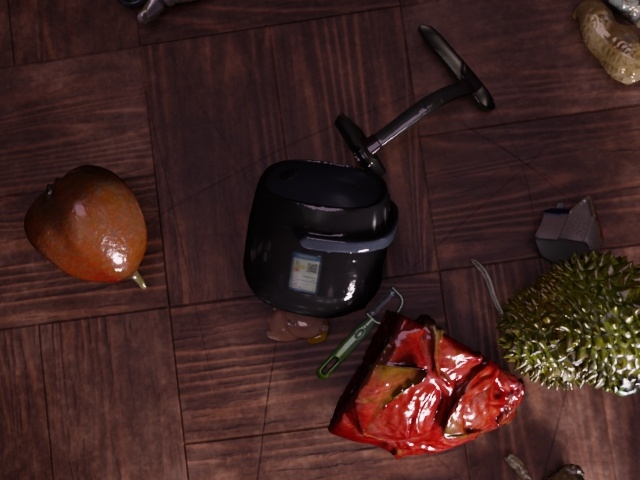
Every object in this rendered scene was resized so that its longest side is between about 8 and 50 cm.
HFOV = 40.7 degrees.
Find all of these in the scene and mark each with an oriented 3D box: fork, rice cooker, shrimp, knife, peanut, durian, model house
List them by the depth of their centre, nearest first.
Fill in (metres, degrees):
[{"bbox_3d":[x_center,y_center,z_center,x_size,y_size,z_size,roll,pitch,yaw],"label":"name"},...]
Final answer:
[{"bbox_3d":[0.439,0.133,1.404,0.291,0.291,0.225,9,76,5],"label":"durian"},{"bbox_3d":[0.000,0.000,1.449,0.267,0.267,0.224,9,114,5],"label":"rice cooker"},{"bbox_3d":[0.558,-0.380,1.500,0.161,0.166,0.049,38,124,-11],"label":"shrimp"},{"bbox_3d":[0.442,-0.017,1.515,0.100,0.088,0.100,5,57,36],"label":"model house"},{"bbox_3d":[0.319,0.131,1.529,0.028,0.034,0.219,-25,83,-7],"label":"fork"},{"bbox_3d":[0.519,-0.358,1.538,0.080,0.080,0.174,-36,83,0],"label":"peanut"},{"bbox_3d":[0.075,0.175,1.554,0.054,0.015,0.212,44,88,-1],"label":"knife"}]

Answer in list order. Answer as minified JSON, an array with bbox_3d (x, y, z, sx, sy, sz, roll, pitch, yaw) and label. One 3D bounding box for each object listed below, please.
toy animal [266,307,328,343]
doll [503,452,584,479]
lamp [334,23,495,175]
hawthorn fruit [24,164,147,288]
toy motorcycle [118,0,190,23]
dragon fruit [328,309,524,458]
[{"bbox_3d":[-0.040,0.136,1.532,0.114,0.082,0.091,3,83,6],"label":"toy animal"},{"bbox_3d":[0.326,0.458,1.478,0.286,0.091,0.203,12,74,16],"label":"doll"},{"bbox_3d":[0.148,-0.263,1.541,0.283,0.124,0.203,-32,73,-2],"label":"lamp"},{"bbox_3d":[-0.397,-0.007,1.535,0.199,0.199,0.251,-37,98,0],"label":"hawthorn fruit"},{"bbox_3d":[-0.271,-0.498,1.618,0.151,0.074,0.229,42,80,12],"label":"toy motorcycle"},{"bbox_3d":[0.206,0.222,1.468,0.330,0.302,0.240,10,56,-12],"label":"dragon fruit"}]
